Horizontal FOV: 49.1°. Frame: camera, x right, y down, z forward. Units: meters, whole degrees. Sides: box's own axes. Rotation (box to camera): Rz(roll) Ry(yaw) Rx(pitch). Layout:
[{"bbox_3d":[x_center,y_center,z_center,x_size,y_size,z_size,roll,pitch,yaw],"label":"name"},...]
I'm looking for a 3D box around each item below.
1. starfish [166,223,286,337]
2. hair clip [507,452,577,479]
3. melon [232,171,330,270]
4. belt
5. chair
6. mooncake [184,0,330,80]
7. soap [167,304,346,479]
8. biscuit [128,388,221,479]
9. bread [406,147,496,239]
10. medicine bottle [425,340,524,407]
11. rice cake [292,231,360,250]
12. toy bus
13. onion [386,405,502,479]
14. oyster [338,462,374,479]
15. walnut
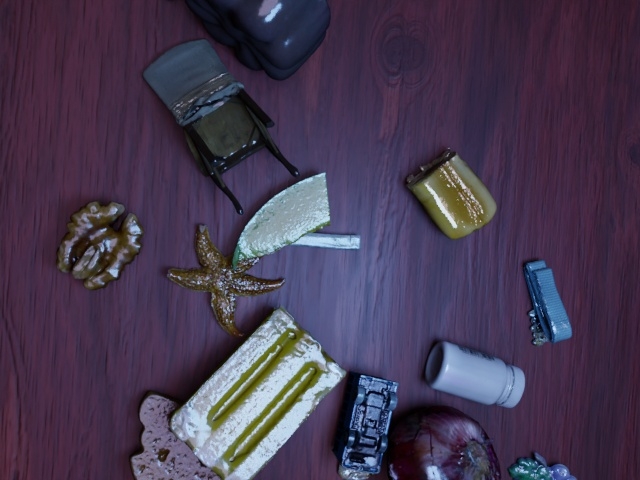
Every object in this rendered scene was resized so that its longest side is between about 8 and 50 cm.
[{"bbox_3d":[-0.184,0.078,1.395,0.228,0.043,0.240,-13,96,-9],"label":"starfish"},{"bbox_3d":[0.499,0.543,1.538,0.195,0.052,0.124,36,90,-3],"label":"hair clip"},{"bbox_3d":[-0.076,-0.029,1.397,0.262,0.053,0.114,-37,94,-11],"label":"melon"},{"bbox_3d":[0.483,0.133,1.514,0.065,0.100,0.179,-11,78,-9],"label":"belt"},{"bbox_3d":[-0.195,-0.224,1.344,0.160,0.319,0.186,-35,142,-7],"label":"chair"},{"bbox_3d":[-0.119,-0.429,1.266,0.306,0.306,0.154,39,85,-9],"label":"mooncake"},{"bbox_3d":[-0.124,0.302,1.358,0.199,0.091,0.315,45,74,-4],"label":"soap"},{"bbox_3d":[-0.224,0.414,1.392,0.302,0.043,0.278,-11,90,-13],"label":"biscuit"},{"bbox_3d":[0.272,-0.091,1.453,0.134,0.085,0.173,-36,96,-11],"label":"bread"},{"bbox_3d":[0.322,0.283,1.463,0.187,0.103,0.102,18,88,-11],"label":"medicine bottle"},{"bbox_3d":[0.000,-0.001,1.433,0.171,0.029,0.033,5,86,-10],"label":"rice cake"},{"bbox_3d":[0.088,0.365,1.419,0.090,0.106,0.184,15,83,-14],"label":"toy bus"},{"bbox_3d":[0.237,0.460,1.409,0.252,0.219,0.252,23,43,-24],"label":"onion"},{"bbox_3d":[0.078,0.477,1.463,0.083,0.019,0.054,12,108,-3],"label":"oyster"},{"bbox_3d":[-0.419,0.004,1.333,0.143,0.069,0.170,39,86,-11],"label":"walnut"}]
